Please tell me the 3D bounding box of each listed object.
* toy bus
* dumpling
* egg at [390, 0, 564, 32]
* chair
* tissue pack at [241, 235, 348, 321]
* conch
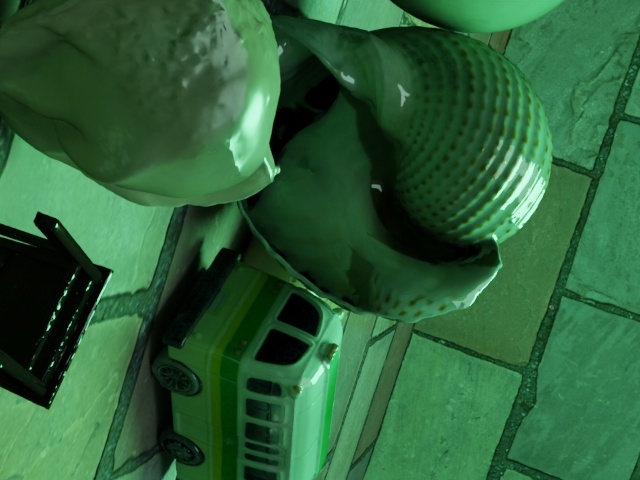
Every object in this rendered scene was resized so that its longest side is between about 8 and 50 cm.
[{"bbox_3d":[-0.067,0.159,1.115,0.276,0.164,0.134,94,21,-48],"label":"toy bus"},{"bbox_3d":[-0.104,-0.084,0.612,0.216,0.166,0.126,26,54,-87],"label":"dumpling"},{"bbox_3d":[0.147,-0.342,1.033,0.389,0.276,0.276,52,58,-73],"label":"egg"},{"bbox_3d":[-0.174,0.045,0.633,0.212,0.101,0.084,74,37,-67],"label":"chair"},{"bbox_3d":[0.000,0.000,1.270,0.215,0.123,0.257,75,35,-65],"label":"tissue pack"},{"bbox_3d":[0.054,-0.077,1.082,0.303,0.319,0.215,-61,-175,-10],"label":"conch"}]
